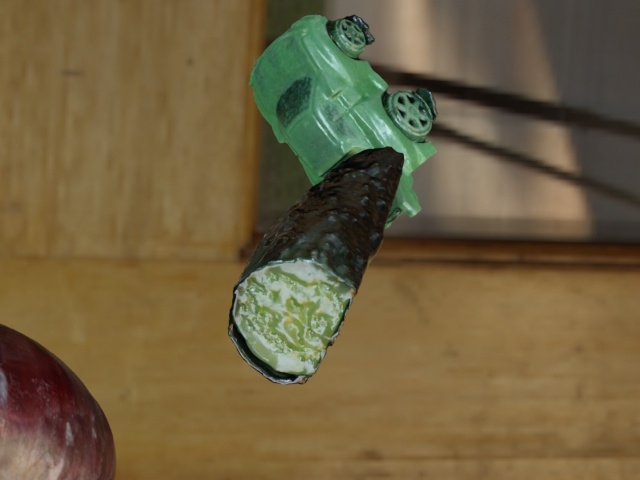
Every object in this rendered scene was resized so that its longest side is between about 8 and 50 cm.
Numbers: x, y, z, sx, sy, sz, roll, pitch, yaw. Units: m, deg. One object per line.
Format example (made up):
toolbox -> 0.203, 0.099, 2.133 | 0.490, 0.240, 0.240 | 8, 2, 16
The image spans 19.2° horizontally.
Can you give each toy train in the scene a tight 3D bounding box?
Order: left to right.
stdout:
toy train -> 0.014, -0.075, 1.274 | 0.099, 0.149, 0.081 | -39, 3, 39

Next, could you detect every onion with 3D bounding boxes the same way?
onion -> -0.159, 0.090, 0.922 | 0.206, 0.098, 0.151 | 34, -123, -60

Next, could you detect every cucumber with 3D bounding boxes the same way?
cucumber -> -0.003, 0.000, 1.073 | 0.078, 0.062, 0.211 | -60, 4, 24
